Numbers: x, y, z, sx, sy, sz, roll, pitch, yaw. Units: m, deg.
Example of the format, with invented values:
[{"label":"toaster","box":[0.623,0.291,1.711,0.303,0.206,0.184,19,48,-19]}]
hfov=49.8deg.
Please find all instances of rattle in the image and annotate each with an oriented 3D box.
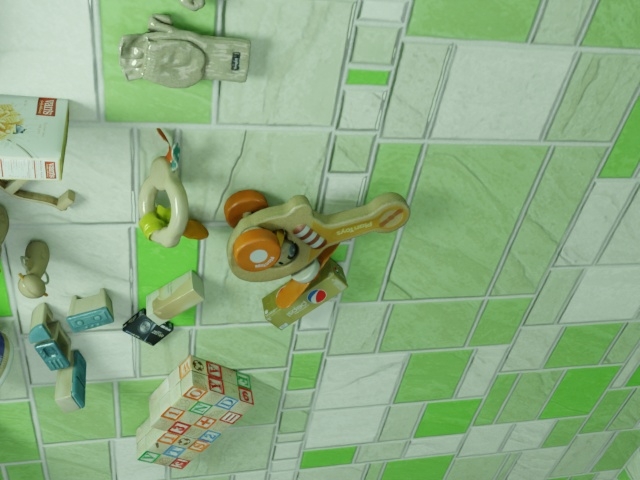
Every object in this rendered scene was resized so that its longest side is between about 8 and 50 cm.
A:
[{"label":"rattle","box":[-0.234,-0.091,1.202,0.143,0.130,0.199,2,105,-31]}]

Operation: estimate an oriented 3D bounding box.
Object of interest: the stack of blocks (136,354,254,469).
[{"label":"stack of blocks","box":[-0.317,0.411,1.618,0.171,0.087,0.297,27,120,-33]}]

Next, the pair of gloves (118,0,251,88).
[{"label":"pair of gloves","box":[-0.202,-0.336,1.005,0.204,0.042,0.240,-8,135,-13]}]

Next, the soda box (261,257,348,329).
[{"label":"soda box","box":[-0.034,0.110,1.442,0.181,0.061,0.058,-34,131,15]}]

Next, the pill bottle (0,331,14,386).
[{"label":"pill bottle","box":[-0.706,0.188,1.241,0.153,0.153,0.264,-29,141,11]}]

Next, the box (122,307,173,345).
[{"label":"box","box":[-0.361,0.182,1.445,0.067,0.018,0.083,-37,130,18]}]

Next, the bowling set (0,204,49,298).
[{"label":"bowling set","box":[-0.605,0.025,1.141,0.200,0.154,0.287,-27,132,9]}]

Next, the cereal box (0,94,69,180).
[{"label":"cereal box","box":[-0.495,-0.155,0.997,0.240,0.173,0.047,0,130,-17]}]

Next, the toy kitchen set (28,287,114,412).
[{"label":"toy kitchen set","box":[-0.471,0.222,1.379,0.166,0.122,0.207,-15,134,-2]}]

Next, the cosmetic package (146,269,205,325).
[{"label":"cosmetic package","box":[-0.290,0.114,1.376,0.115,0.060,0.041,-31,132,10]}]

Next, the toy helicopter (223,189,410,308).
[{"label":"toy helicopter","box":[0.000,0.000,1.305,0.355,0.140,0.234,-16,136,-4]}]

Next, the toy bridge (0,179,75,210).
[{"label":"toy bridge","box":[-0.500,-0.101,1.144,0.063,0.026,0.188,-33,132,18]}]
